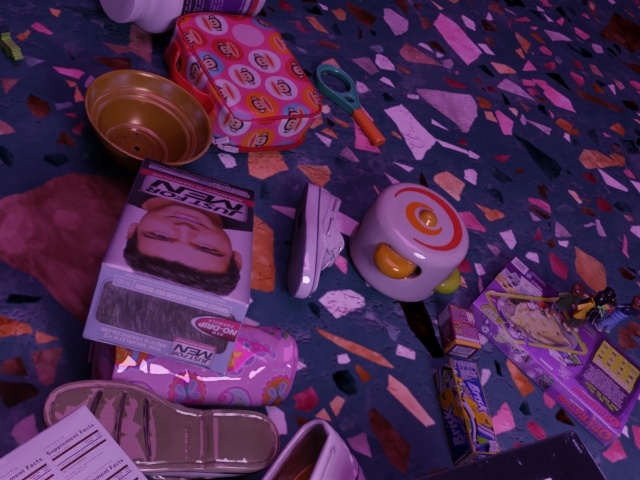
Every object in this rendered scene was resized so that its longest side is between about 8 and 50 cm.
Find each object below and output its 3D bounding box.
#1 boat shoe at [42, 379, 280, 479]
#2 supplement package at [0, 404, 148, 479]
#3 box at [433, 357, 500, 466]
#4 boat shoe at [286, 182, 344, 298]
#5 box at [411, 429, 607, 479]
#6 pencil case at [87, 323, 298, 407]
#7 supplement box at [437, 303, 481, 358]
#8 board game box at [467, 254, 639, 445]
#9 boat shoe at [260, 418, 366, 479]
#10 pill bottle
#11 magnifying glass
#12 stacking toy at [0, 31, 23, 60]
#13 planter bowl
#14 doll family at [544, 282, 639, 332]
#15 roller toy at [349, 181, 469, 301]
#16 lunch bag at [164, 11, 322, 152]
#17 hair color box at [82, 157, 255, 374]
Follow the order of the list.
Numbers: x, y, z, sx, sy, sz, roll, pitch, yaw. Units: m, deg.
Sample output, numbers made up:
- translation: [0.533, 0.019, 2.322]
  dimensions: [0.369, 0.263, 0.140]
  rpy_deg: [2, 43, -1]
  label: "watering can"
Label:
- translation: [-0.209, 0.257, 1.089]
  dimensions: [0.302, 0.103, 0.113]
  rpy_deg: [17, 55, -21]
  label: "boat shoe"
- translation: [-0.270, 0.330, 0.915]
  dimensions: [0.203, 0.194, 0.149]
  rpy_deg: [46, 43, 12]
  label: "supplement package"
- translation: [0.236, 0.280, 1.388]
  dimensions: [0.054, 0.059, 0.169]
  rpy_deg: [11, 47, -23]
  label: "box"
- translation: [0.000, 0.000, 1.462]
  dimensions: [0.084, 0.095, 0.258]
  rpy_deg: [18, 46, -12]
  label: "boat shoe"
- translation: [0.182, 0.405, 1.066]
  dimensions: [0.296, 0.294, 0.183]
  rpy_deg: [-4, 53, -36]
  label: "box"
- translation: [-0.173, 0.169, 1.187]
  dimensions: [0.284, 0.124, 0.124]
  rpy_deg: [6, 50, -30]
  label: "pencil case"
- translation: [0.245, 0.161, 1.512]
  dimensions: [0.054, 0.043, 0.083]
  rpy_deg: [15, 47, -21]
  label: "supplement box"
- translation: [0.447, 0.198, 1.610]
  dimensions: [0.347, 0.056, 0.208]
  rpy_deg: [43, 39, 9]
  label: "board game box"
- translation: [-0.081, 0.351, 0.995]
  dimensions: [0.367, 0.135, 0.157]
  rpy_deg: [-46, 123, -34]
  label: "boat shoe"
- translation: [-0.268, -0.508, 1.681]
  dimensions: [0.323, 0.181, 0.181]
  rpy_deg: [-22, 67, -43]
  label: "pill bottle"
- translation: [0.065, -0.292, 1.818]
  dimensions: [0.092, 0.026, 0.231]
  rpy_deg: [-14, 62, -40]
  label: "magnifying glass"
- translation: [-0.626, -0.373, 1.425]
  dimensions: [0.167, 0.052, 0.221]
  rpy_deg: [-27, 70, -44]
  label: "stacking toy"
- translation: [-0.298, -0.180, 1.434]
  dimensions: [0.217, 0.090, 0.217]
  rpy_deg: [17, 45, -18]
  label: "planter bowl"
- translation: [0.524, 0.125, 1.608]
  dimensions: [0.192, 0.111, 0.076]
  rpy_deg: [1, 52, -33]
  label: "doll family"
- translation: [0.159, -0.002, 1.527]
  dimensions: [0.209, 0.146, 0.191]
  rpy_deg: [2, 51, -31]
  label: "roller toy"
- translation: [-0.162, -0.301, 1.609]
  dimensions: [0.258, 0.120, 0.293]
  rpy_deg: [-10, 59, -38]
  label: "lunch bag"
- translation: [-0.196, 0.019, 1.198]
  dimensions: [0.185, 0.114, 0.374]
  rpy_deg: [16, 24, -11]
  label: "hair color box"
